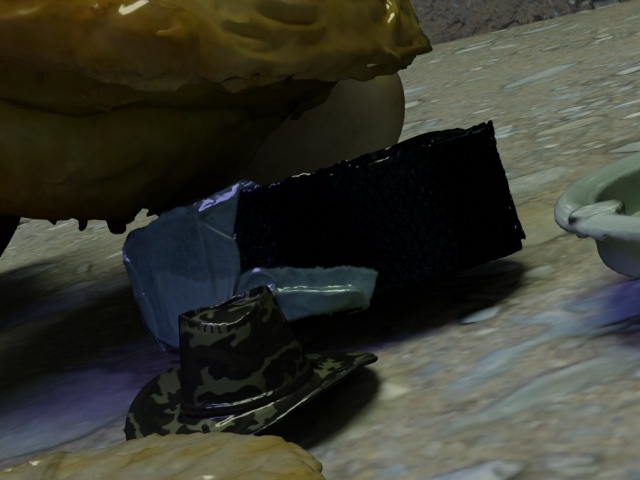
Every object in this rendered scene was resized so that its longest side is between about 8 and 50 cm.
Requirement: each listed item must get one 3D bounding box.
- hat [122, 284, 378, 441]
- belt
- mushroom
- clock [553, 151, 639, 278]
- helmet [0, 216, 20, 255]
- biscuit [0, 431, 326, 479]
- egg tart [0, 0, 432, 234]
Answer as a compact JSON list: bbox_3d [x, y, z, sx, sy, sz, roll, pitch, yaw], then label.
[{"bbox_3d":[-0.033,0.048,0.497,0.121,0.050,0.121,-17,9,3],"label":"hat"},{"bbox_3d":[0.000,0.000,0.607,0.198,0.078,0.151,-16,3,4],"label":"belt"},{"bbox_3d":[-0.050,-0.098,0.921,0.226,0.178,0.226,-13,2,0],"label":"mushroom"},{"bbox_3d":[0.212,-0.017,0.479,0.236,0.053,0.236,-13,11,2],"label":"clock"},{"bbox_3d":[-0.350,-0.077,0.878,0.337,0.385,0.230,-8,26,-27],"label":"helmet"},{"bbox_3d":[-0.096,0.105,0.351,0.220,0.033,0.220,-15,10,3],"label":"biscuit"},{"bbox_3d":[-0.156,-0.124,0.698,0.443,0.178,0.443,10,19,-3],"label":"egg tart"}]
